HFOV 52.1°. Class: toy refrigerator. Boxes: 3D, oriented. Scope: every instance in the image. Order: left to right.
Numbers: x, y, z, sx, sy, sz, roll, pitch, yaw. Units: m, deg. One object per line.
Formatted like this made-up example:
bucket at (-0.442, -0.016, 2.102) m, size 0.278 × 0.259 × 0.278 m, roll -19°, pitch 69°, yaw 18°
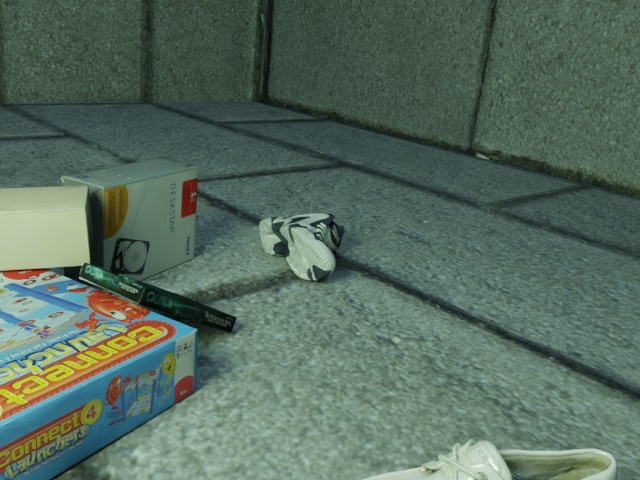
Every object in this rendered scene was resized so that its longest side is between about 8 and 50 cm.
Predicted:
toy refrigerator at (-0.453, -0.011, 0.885) m, size 0.270 × 0.094 × 0.102 m, roll -4°, pitch 23°, yaw -16°

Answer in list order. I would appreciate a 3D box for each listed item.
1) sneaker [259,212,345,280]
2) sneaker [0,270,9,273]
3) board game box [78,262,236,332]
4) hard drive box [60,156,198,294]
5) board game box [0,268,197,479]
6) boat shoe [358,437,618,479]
sneaker at (0.000, 0.000, 1.236) m, size 0.153 × 0.093 × 0.235 m, roll -15°, pitch 16°, yaw -28°
sneaker at (-0.506, 0.060, 0.924) m, size 0.084 × 0.083 × 0.215 m, roll 9°, pitch 20°, yaw 4°
board game box at (-0.218, 0.080, 0.895) m, size 0.126 × 0.026 × 0.186 m, roll 16°, pitch -9°, yaw 34°
hard drive box at (-0.315, -0.033, 1.105) m, size 0.089 × 0.180 × 0.232 m, roll 15°, pitch 21°, yaw 23°
board game box at (-0.351, 0.140, 0.724) m, size 0.302 × 0.086 × 0.308 m, roll 15°, pitch 20°, yaw 27°
boat shoe at (0.143, 0.225, 0.603) m, size 0.277 × 0.096 × 0.098 m, roll 1°, pitch 20°, yaw -15°
